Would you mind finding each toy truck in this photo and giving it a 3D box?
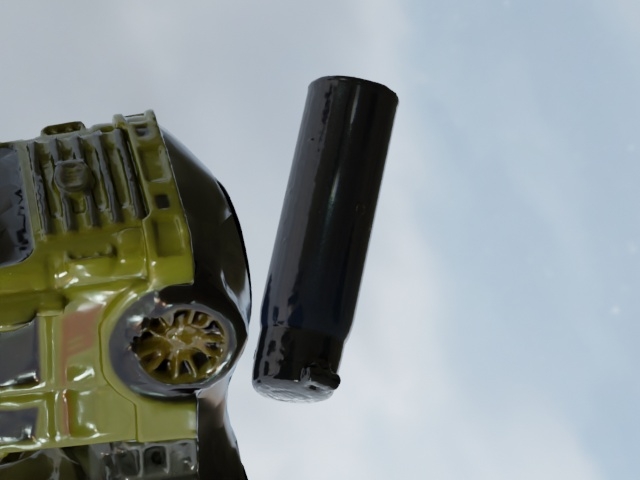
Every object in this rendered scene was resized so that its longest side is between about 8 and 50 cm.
[{"bbox_3d":[-0.162,0.132,1.099,0.181,0.254,0.405,-116,23,-53],"label":"toy truck"}]

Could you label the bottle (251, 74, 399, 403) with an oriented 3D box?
[{"bbox_3d":[0.000,0.000,1.390,0.072,0.082,0.244,23,-109,-37],"label":"bottle"}]
